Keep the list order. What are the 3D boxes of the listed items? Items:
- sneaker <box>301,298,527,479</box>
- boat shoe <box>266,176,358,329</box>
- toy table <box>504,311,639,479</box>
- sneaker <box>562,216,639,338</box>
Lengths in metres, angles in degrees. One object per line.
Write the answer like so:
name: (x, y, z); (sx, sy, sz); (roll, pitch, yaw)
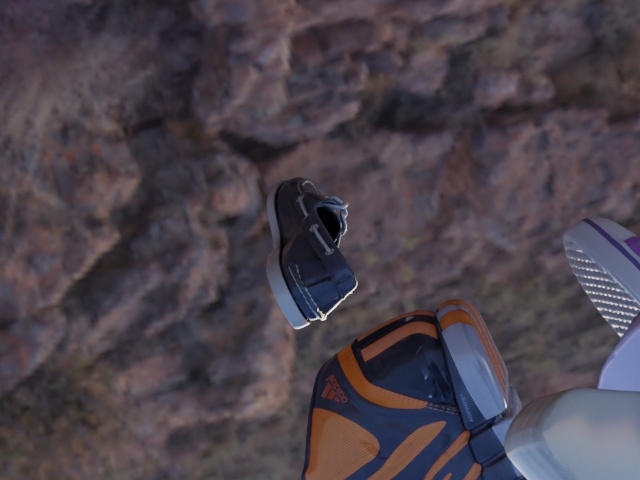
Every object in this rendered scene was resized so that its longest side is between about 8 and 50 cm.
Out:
sneaker: (0.093, 0.215, 1.204); (0.180, 0.321, 0.124); (-23, -176, 11)
boat shoe: (0.000, 0.000, 1.221); (0.065, 0.075, 0.206); (-26, -158, 12)
toy table: (0.203, 0.123, 0.687); (0.161, 0.252, 0.274); (-49, -179, -32)
sneaker: (0.331, 0.048, 1.196); (0.161, 0.282, 0.102); (-44, 160, -12)
